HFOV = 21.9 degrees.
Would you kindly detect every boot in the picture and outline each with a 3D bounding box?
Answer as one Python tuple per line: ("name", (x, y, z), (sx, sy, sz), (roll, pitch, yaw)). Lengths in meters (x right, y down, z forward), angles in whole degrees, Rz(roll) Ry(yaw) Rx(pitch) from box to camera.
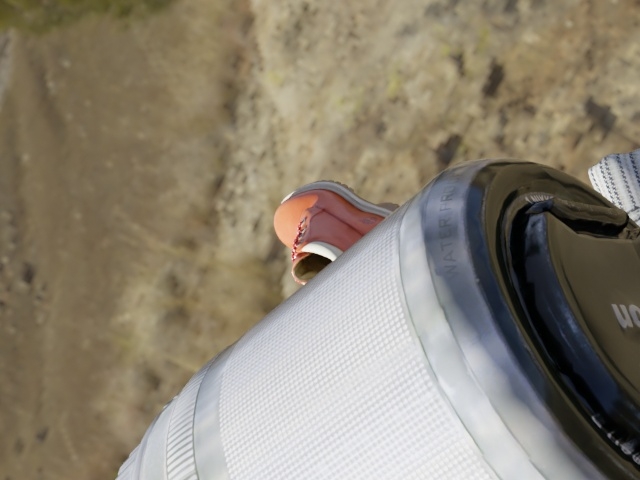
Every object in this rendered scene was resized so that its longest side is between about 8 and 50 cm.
("boot", (0.000, 0.000, 1.192), (0.085, 0.059, 0.158), (-25, 22, -30))

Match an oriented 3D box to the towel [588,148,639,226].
("towel", (0.378, 0.029, 1.078), (0.056, 0.324, 0.312), (75, 179, -61))

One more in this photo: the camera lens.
("camera lens", (0.056, 0.110, 0.795), (0.274, 0.219, 0.219), (-40, 29, 30))
